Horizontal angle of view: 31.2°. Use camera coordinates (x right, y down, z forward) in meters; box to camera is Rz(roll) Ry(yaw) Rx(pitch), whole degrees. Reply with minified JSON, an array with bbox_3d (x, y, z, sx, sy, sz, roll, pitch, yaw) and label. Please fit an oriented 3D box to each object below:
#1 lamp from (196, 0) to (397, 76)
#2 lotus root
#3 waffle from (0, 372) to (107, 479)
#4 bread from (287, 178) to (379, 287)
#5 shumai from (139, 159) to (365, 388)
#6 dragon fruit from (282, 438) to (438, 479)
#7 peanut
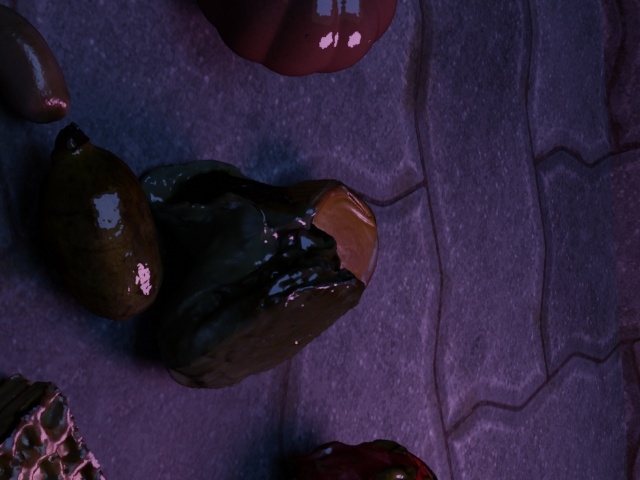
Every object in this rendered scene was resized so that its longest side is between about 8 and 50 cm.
[{"bbox_3d":[-0.040,-0.368,1.654,0.305,0.240,0.305,9,60,-16],"label":"lamp"},{"bbox_3d":[-0.272,-0.021,1.407,0.145,0.128,0.260,-60,142,-56],"label":"lotus root"},{"bbox_3d":[-0.338,0.334,1.337,0.213,0.091,0.308,-47,128,-45],"label":"waffle"},{"bbox_3d":[0.000,-0.001,1.820,0.199,0.104,0.199,-3,94,-51],"label":"bread"},{"bbox_3d":[-0.114,0.021,1.606,0.288,0.292,0.330,54,19,17],"label":"shumai"},{"bbox_3d":[0.056,0.439,1.775,0.302,0.231,0.237,-43,128,-42],"label":"dragon fruit"},{"bbox_3d":[-0.348,-0.206,1.350,0.076,0.076,0.152,-47,120,-45],"label":"peanut"}]
